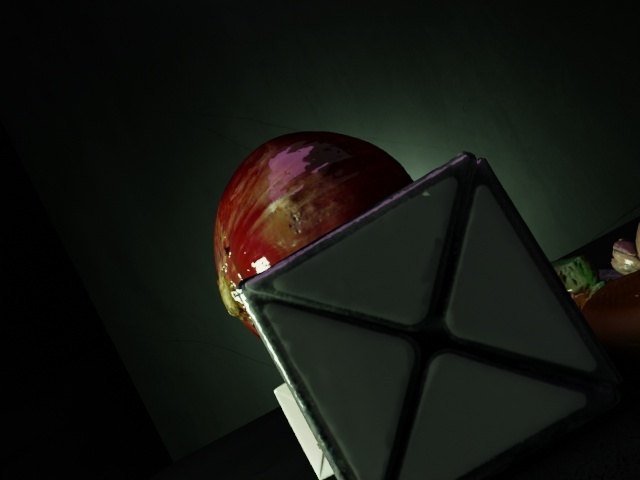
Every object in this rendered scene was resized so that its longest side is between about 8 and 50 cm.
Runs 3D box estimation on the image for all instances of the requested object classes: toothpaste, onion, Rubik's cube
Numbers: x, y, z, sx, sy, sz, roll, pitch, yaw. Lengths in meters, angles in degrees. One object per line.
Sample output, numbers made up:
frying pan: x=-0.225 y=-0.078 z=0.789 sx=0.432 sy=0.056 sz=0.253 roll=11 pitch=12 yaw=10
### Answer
toothpaste: x=0.500 y=0.065 z=1.263 sx=0.064 sy=0.041 sz=0.218 roll=-22 pitch=-4 yaw=-8
onion: x=-0.007 y=0.005 z=1.051 sx=0.341 sy=0.341 sz=0.341 roll=-28 pitch=-6 yaw=-3
Rubik's cube: x=0.092 y=0.096 z=0.742 sx=0.260 sy=0.255 sz=0.259 roll=-28 pitch=-6 yaw=-5

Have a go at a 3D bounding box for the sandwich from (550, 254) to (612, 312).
sandwich: x=0.332 y=0.098 z=1.127 sx=0.159 sy=0.109 sz=0.185 roll=-24 pitch=-8 yaw=-25

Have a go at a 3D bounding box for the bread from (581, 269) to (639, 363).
bread: x=0.318 y=0.072 z=0.709 sx=0.114 sy=0.077 sz=0.189 roll=-48 pitch=-3 yaw=-8

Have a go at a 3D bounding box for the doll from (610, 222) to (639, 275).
doll: x=0.493 y=-0.044 z=0.883 sx=0.201 sy=0.156 sz=0.303 roll=-25 pitch=-3 yaw=-18

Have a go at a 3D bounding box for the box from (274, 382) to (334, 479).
box: x=0.090 y=0.218 z=1.159 sx=0.224 sy=0.143 sz=0.341 roll=-29 pitch=-8 yaw=9
